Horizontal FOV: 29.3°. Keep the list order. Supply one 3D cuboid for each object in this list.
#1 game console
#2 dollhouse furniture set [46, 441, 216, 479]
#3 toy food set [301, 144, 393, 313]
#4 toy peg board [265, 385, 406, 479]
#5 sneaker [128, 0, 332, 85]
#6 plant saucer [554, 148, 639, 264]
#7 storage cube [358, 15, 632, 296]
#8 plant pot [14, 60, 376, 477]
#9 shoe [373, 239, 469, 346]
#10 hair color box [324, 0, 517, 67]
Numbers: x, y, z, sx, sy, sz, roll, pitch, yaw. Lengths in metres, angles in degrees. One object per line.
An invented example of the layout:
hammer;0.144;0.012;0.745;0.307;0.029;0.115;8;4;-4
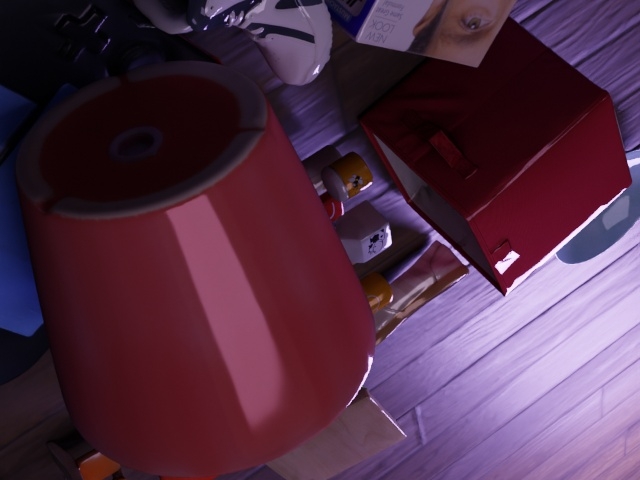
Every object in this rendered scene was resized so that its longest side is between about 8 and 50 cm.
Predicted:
game console;-0.278;-0.049;0.995;0.386;0.060;0.342;-50;145;9
dollhouse furniture set;-0.149;0.199;1.320;0.262;0.135;0.259;-30;144;-18
toy food set;0.000;0.000;1.275;0.104;0.111;0.232;-33;147;-15
toy peg board;0.004;0.234;1.581;0.160;0.079;0.161;-28;146;7
sneaker;-0.082;-0.191;0.986;0.153;0.094;0.235;-40;146;-20
plant saucer;0.379;-0.053;1.662;0.195;0.037;0.195;-27;142;-23
storage cube;0.190;-0.094;1.301;0.193;0.184;0.215;-41;145;-4
plant pot;-0.110;0.010;0.972;0.275;0.275;0.243;-30;133;-18
shoe;0.081;0.082;1.504;0.219;0.058;0.076;-37;176;-1
hair color box;0.140;-0.329;1.069;0.185;0.110;0.339;2;128;-47
